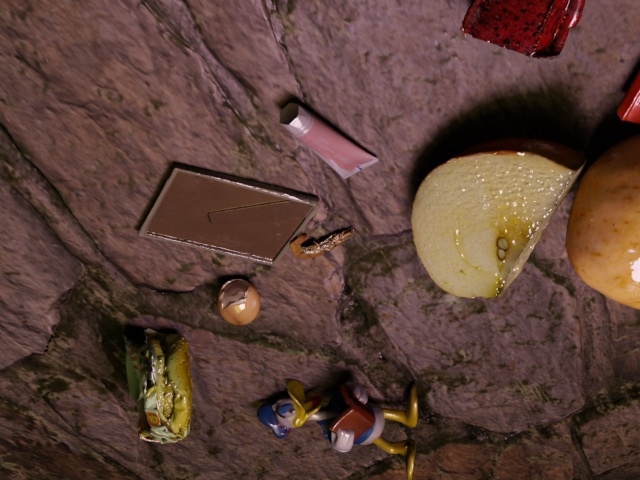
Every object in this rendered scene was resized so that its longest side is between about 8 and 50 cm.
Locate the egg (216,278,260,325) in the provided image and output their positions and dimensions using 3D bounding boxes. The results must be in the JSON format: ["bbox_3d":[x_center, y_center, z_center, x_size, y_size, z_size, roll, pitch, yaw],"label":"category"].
[{"bbox_3d":[-0.147,0.116,1.896,0.080,0.080,0.096,-10,138,4],"label":"egg"}]

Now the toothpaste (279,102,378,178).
[{"bbox_3d":[0.011,-0.152,1.620,0.067,0.042,0.194,-29,142,24],"label":"toothpaste"}]

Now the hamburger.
[{"bbox_3d":[-0.298,0.264,1.964,0.125,0.214,0.235,-6,137,-19],"label":"hamburger"}]

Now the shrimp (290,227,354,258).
[{"bbox_3d":[0.000,0.000,1.807,0.114,0.023,0.083,-24,150,19],"label":"shrimp"}]

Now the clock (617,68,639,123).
[{"bbox_3d":[0.523,-0.245,1.557,0.113,0.061,0.155,6,136,-15],"label":"clock"}]

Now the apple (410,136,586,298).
[{"bbox_3d":[0.291,-0.050,1.674,0.254,0.179,0.346,-4,142,-23],"label":"apple"}]

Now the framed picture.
[{"bbox_3d":[-0.155,-0.037,1.750,0.260,0.023,0.189,13,138,-22],"label":"framed picture"}]

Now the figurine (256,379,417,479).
[{"bbox_3d":[0.030,0.386,2.181,0.339,0.204,0.283,3,168,8],"label":"figurine"}]

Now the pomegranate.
[{"bbox_3d":[0.524,-0.033,1.649,0.308,0.307,0.307,-4,141,-3],"label":"pomegranate"}]

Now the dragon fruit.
[{"bbox_3d":[0.285,-0.326,1.418,0.127,0.120,0.161,31,111,16],"label":"dragon fruit"}]
